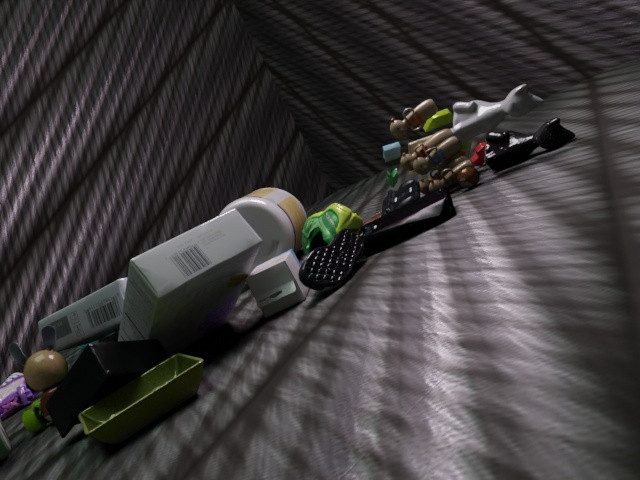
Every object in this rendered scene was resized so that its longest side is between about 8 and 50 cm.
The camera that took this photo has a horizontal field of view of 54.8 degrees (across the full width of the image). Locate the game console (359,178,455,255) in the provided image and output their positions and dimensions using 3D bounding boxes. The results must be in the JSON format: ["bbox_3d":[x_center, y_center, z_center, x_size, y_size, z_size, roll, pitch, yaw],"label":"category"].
[{"bbox_3d":[0.199,-0.077,1.428,0.213,0.044,0.361,-26,14,16],"label":"game console"}]

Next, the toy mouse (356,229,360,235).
[{"bbox_3d":[0.044,0.004,1.647,0.143,0.031,0.161,-27,6,5],"label":"toy mouse"}]

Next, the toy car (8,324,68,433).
[{"bbox_3d":[-0.580,0.283,1.326,0.155,0.189,0.149,-29,6,-9],"label":"toy car"}]

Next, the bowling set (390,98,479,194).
[{"bbox_3d":[0.286,-0.186,1.531,0.154,0.287,0.200,-33,38,14],"label":"bowling set"}]

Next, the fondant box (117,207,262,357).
[{"bbox_3d":[-0.266,0.108,1.227,0.238,0.096,0.330,-31,-18,-36],"label":"fondant box"}]

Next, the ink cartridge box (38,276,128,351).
[{"bbox_3d":[-0.420,0.154,1.491,0.308,0.091,0.385,-25,-9,30],"label":"ink cartridge box"}]

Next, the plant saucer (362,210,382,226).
[{"bbox_3d":[0.183,-0.063,1.609,0.168,0.029,0.168,-28,5,3],"label":"plant saucer"}]

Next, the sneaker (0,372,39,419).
[{"bbox_3d":[-0.882,0.453,1.756,0.104,0.095,0.236,-3,18,14],"label":"sneaker"}]

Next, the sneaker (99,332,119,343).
[{"bbox_3d":[-0.515,0.285,1.588,0.115,0.090,0.232,-34,-4,22],"label":"sneaker"}]

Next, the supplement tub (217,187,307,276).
[{"bbox_3d":[-0.168,-0.031,1.877,0.240,0.241,0.331,-26,6,13],"label":"supplement tub"}]

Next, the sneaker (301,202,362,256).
[{"bbox_3d":[0.000,0.000,1.455,0.124,0.109,0.295,-54,3,-20],"label":"sneaker"}]

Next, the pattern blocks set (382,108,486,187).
[{"bbox_3d":[0.327,-0.240,1.669,0.324,0.026,0.285,-24,-35,4],"label":"pattern blocks set"}]

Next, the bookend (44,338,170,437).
[{"bbox_3d":[-0.368,0.256,1.089,0.157,0.072,0.156,-51,-27,16],"label":"bookend"}]

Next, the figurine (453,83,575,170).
[{"bbox_3d":[0.443,-0.267,1.431,0.209,0.214,0.093,-13,52,49],"label":"figurine"}]

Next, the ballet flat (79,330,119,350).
[{"bbox_3d":[-0.729,0.312,2.171,0.408,0.147,0.147,-18,11,43],"label":"ballet flat"}]

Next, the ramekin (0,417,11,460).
[{"bbox_3d":[-0.712,0.317,1.173,0.148,0.304,0.303,-23,3,-29],"label":"ramekin"}]

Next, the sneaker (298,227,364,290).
[{"bbox_3d":[0.017,0.058,1.231,0.097,0.084,0.234,-52,-9,32],"label":"sneaker"}]

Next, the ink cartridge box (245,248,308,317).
[{"bbox_3d":[-0.084,0.086,1.253,0.092,0.090,0.143,-27,6,7],"label":"ink cartridge box"}]

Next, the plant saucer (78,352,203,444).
[{"bbox_3d":[-0.272,0.248,0.959,0.188,0.045,0.188,-31,7,-24],"label":"plant saucer"}]
